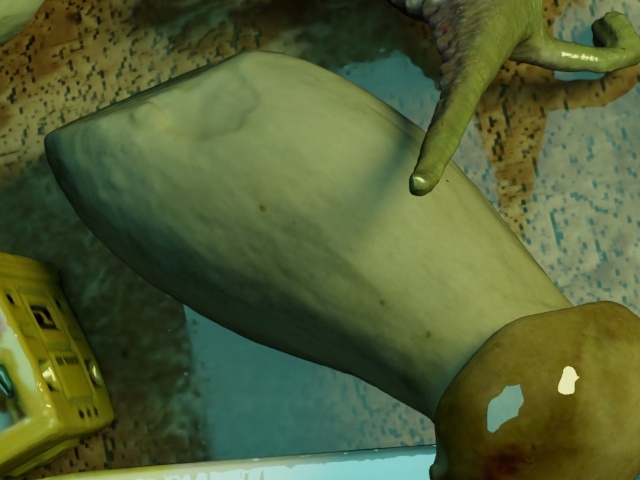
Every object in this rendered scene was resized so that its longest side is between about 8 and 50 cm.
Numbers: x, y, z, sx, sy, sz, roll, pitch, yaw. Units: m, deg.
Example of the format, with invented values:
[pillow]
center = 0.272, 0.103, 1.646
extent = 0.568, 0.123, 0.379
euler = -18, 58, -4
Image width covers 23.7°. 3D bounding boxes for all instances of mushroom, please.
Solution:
[mushroom]
center = 0.000, 0.000, 0.663
extent = 0.350, 0.128, 0.128
euler = 37, 90, 39

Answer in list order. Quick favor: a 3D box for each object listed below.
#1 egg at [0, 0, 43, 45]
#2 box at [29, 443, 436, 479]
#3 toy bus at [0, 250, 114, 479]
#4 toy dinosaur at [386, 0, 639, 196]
[egg]
center = -0.253, -0.221, 0.667
extent = 0.201, 0.337, 0.337
euler = -21, 74, -34
[box]
center = 0.010, 0.174, 0.680
extent = 0.265, 0.097, 0.168
euler = -7, 80, 10
[toy bus]
center = -0.270, 0.120, 0.736
extent = 0.336, 0.121, 0.123
euler = -30, 84, 5
[toy dinosaur]
center = 0.060, -0.097, 0.678
extent = 0.200, 0.072, 0.251
euler = -14, 47, -25
